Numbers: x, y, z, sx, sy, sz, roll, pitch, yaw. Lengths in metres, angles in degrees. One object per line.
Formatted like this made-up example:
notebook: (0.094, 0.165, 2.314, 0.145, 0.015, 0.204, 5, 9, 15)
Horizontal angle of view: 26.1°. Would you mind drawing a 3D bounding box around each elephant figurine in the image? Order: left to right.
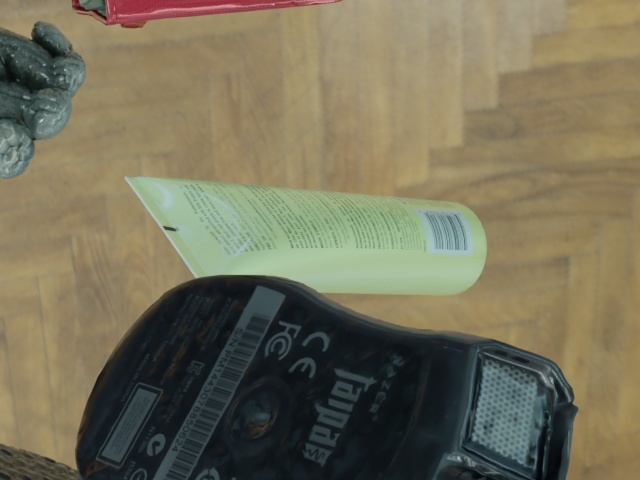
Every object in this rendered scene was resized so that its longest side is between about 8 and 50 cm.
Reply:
elephant figurine: (-0.340, -0.171, 1.211, 0.239, 0.169, 0.186, 32, 108, -29)

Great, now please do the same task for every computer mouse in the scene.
computer mouse: (0.011, 0.104, 0.393, 0.060, 0.262, 0.184, 41, 64, -39)

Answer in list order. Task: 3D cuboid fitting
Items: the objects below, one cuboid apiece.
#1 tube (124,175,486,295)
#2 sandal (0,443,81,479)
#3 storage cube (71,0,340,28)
tube: (0.000, 0.000, 0.808, 0.240, 0.070, 0.062, 4, 86, -46)
sandal: (-0.310, 0.230, 1.063, 0.446, 0.167, 0.107, 20, 114, -38)
storage cube: (-0.102, -0.282, 1.105, 0.193, 0.184, 0.214, -8, 105, -17)
